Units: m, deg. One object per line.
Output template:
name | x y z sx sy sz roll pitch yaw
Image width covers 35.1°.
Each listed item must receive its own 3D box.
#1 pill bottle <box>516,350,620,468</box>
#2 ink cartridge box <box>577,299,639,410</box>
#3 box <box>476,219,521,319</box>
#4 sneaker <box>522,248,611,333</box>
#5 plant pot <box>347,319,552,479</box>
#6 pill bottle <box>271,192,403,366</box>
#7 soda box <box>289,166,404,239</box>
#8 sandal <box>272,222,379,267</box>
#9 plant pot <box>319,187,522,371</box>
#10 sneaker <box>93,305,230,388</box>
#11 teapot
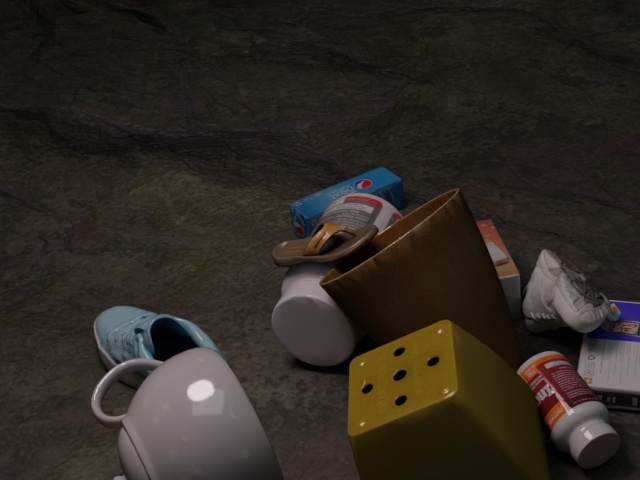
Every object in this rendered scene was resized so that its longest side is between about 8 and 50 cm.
pill bottle | 0.329 0.226 1.349 0.086 0.086 0.152 -18 41 -14
ink cartridge box | 0.481 0.165 1.452 0.208 0.045 0.206 2 34 20
box | 0.239 0.055 1.641 0.130 0.091 0.170 -10 33 -2
sneaker | 0.361 0.102 1.526 0.090 0.115 0.232 29 14 -7
plant pot | 0.141 0.227 1.242 0.212 0.187 0.212 -25 28 18
pill bottle | 0.033 0.060 1.617 0.161 0.161 0.283 5 35 21
soda box | 0.050 -0.065 1.896 0.210 0.067 0.071 -23 36 -21
sandal | 0.000 0.000 1.514 0.180 0.049 0.072 -9 28 30
plant pot | 0.165 0.096 1.428 0.237 0.254 0.237 -34 4 3
sneaker | -0.239 0.155 1.544 0.135 0.150 0.366 -30 38 -32
teapot | -0.175 0.267 1.278 0.187 0.253 0.256 -25 3 -15
